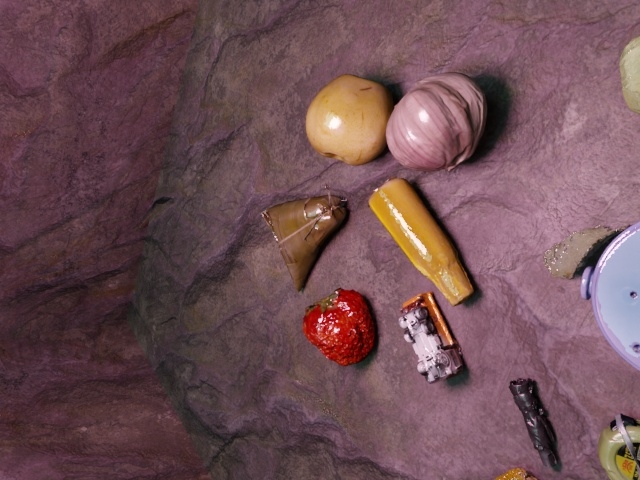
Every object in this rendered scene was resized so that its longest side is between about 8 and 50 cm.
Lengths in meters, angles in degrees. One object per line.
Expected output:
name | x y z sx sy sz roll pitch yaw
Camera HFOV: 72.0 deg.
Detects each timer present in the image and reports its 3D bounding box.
timer | 0.768 0.114 0.928 0.395 0.173 0.394 5 98 44

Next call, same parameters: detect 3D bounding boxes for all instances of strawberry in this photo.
strawberry | 0.076 0.325 1.611 0.257 0.257 0.276 -33 83 42

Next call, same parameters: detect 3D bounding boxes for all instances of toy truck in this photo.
toy truck | 0.348 0.307 1.404 0.114 0.135 0.270 -41 60 41

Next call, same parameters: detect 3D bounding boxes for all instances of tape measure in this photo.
tape measure | 0.748 0.499 1.023 0.175 0.106 0.199 5 98 31

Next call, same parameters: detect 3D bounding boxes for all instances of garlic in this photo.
garlic | 0.334 -0.326 1.274 0.317 0.317 0.259 -36 79 41

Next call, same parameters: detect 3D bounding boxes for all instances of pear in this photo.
pear | 0.103 -0.407 1.487 0.309 0.309 0.309 3 95 45

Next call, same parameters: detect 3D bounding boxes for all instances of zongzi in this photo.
zongzi | 0.000 0.000 1.729 0.447 0.181 0.418 -8 102 42

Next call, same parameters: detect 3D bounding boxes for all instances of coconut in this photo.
coconut | 0.755 -0.357 0.897 0.236 0.236 0.204 -16 116 45

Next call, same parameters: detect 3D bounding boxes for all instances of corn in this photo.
corn | 0.521 0.745 1.278 0.091 0.091 0.260 56 130 31

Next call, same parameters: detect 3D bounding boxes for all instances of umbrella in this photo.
umbrella | 0.590 0.502 1.218 0.066 0.059 0.235 -39 66 63

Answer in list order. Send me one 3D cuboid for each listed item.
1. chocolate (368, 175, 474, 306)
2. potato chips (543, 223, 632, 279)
chocolate | 0.324 0.008 1.406 0.162 0.162 0.445 -47 65 37
potato chips | 0.644 0.023 1.090 0.059 0.228 0.167 34 87 3
